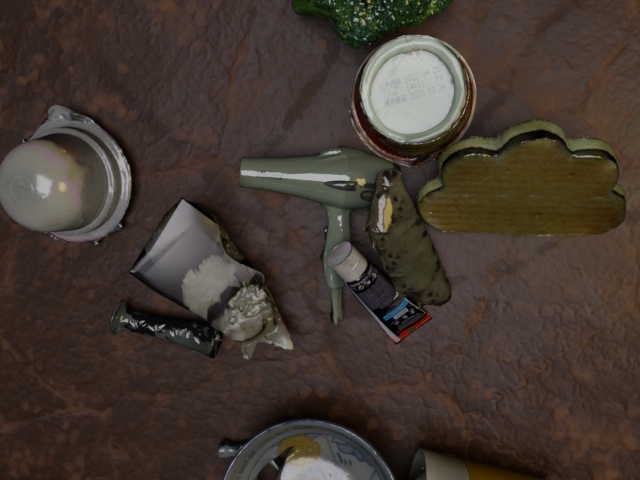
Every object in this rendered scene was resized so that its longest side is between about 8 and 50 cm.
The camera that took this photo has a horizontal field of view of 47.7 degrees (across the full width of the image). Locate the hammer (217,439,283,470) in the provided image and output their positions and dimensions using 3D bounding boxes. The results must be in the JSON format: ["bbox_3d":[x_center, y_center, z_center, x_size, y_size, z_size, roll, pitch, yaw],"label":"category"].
[{"bbox_3d":[-0.109,0.441,1.163,0.103,0.029,0.246,1,99,7],"label":"hammer"}]

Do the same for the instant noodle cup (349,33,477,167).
[{"bbox_3d":[0.122,-0.189,0.956,0.193,0.212,0.193,1,98,7],"label":"instant noodle cup"}]

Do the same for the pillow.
[{"bbox_3d":[0.116,0.014,1.023,0.093,0.051,0.241,-39,120,-23],"label":"pillow"}]

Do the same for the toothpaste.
[{"bbox_3d":[0.083,0.081,1.058,0.071,0.045,0.193,-40,120,11],"label":"toothpaste"}]

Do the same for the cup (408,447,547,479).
[{"bbox_3d":[0.229,0.428,1.063,0.226,0.185,0.241,7,133,0],"label":"cup"}]

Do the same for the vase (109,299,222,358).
[{"bbox_3d":[-0.239,0.136,1.122,0.167,0.059,0.059,12,99,5],"label":"vase"}]

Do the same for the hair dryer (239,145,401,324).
[{"bbox_3d":[-0.029,-0.024,1.051,0.229,0.092,0.267,21,103,-10],"label":"hair dryer"}]

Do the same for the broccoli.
[{"bbox_3d":[0.055,-0.388,0.946,0.265,0.245,0.294,21,77,-34],"label":"broccoli"}]

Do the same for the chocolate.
[{"bbox_3d":[-0.392,-0.090,1.066,0.222,0.147,0.221,1,94,8],"label":"chocolate"}]

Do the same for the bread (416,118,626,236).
[{"bbox_3d":[0.279,-0.082,0.976,0.287,0.056,0.207,4,141,2],"label":"bread"}]

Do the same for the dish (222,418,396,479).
[{"bbox_3d":[-0.007,0.401,1.091,0.274,0.134,0.273,-1,83,9],"label":"dish"}]

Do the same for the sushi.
[{"bbox_3d":[-0.141,0.060,1.088,0.273,0.109,0.134,40,96,-14],"label":"sushi"}]
